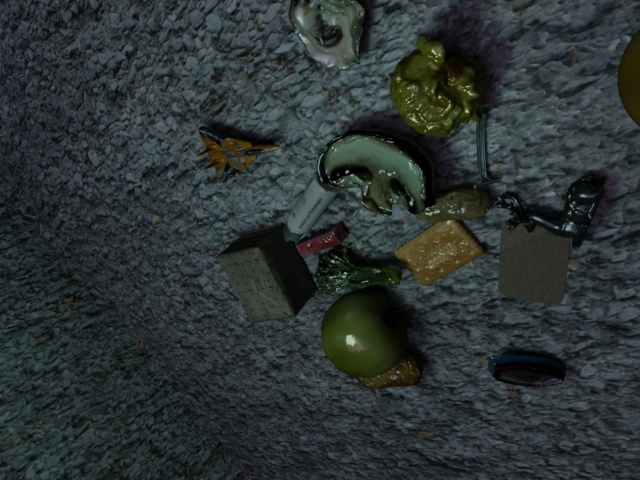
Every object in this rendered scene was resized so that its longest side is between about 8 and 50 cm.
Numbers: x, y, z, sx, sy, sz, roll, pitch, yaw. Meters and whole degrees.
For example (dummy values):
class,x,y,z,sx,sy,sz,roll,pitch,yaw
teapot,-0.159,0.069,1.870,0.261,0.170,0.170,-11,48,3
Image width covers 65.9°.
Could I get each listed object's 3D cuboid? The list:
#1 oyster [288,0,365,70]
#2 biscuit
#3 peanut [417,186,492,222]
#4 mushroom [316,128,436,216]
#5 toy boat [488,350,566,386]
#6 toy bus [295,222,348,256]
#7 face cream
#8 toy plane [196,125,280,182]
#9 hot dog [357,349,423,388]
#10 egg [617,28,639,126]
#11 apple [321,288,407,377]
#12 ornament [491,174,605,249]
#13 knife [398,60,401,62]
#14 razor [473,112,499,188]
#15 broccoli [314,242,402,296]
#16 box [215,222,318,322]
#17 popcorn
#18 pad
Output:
class,x,y,z,sx,sy,sz,roll,pitch,yaw
oyster,0.021,-0.553,1.264,0.214,0.083,0.222,16,133,27
biscuit,0.351,0.036,1.487,0.160,0.030,0.250,48,133,-4
peanut,0.359,-0.097,1.358,0.214,0.099,0.099,-4,118,41
mushroom,0.167,-0.193,1.381,0.344,0.130,0.247,12,124,31
toy boat,0.630,0.388,1.509,0.223,0.097,0.100,1,119,13
toy bus,0.000,0.000,1.656,0.192,0.077,0.065,-22,103,39
face cream,-0.047,-0.091,1.617,0.092,0.092,0.311,41,134,2
toy plane,-0.252,-0.295,1.610,0.316,0.103,0.204,-5,119,27
hot dog,0.253,0.457,1.786,0.259,0.114,0.175,-16,106,34
egg,0.708,-0.286,0.888,0.323,0.250,0.250,31,132,4
apple,0.141,0.312,1.655,0.254,0.292,0.292,-34,99,22
ornament,0.556,-0.092,1.235,0.236,0.080,0.202,18,129,22
knife,0.241,-0.432,1.254,0.096,0.010,0.027,22,129,16
razor,0.413,-0.230,1.262,0.068,0.037,0.191,-16,113,-7
broccoli,0.124,0.107,1.593,0.304,0.145,0.164,0,116,35
box,-0.190,0.122,1.788,0.225,0.190,0.297,-13,113,36
popcorn,0.281,-0.357,1.161,0.235,0.181,0.216,17,125,6
pad,0.589,0.062,1.371,0.176,0.002,0.266,9,124,28
